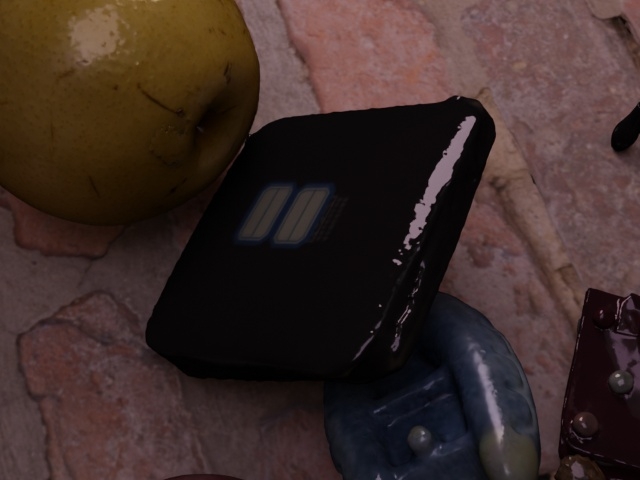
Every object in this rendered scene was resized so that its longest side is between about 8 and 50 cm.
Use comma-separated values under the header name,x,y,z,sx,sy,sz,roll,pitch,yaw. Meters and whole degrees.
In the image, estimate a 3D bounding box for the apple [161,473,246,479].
name,x,y,z,sx,sy,sz,roll,pitch,yaw
apple,-0.098,0.367,1.235,0.306,0.235,0.305,-1,76,5

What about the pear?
name,x,y,z,sx,sy,sz,roll,pitch,yaw
pear,-0.241,-0.181,1.467,0.349,0.348,0.348,-2,64,4

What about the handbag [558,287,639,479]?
name,x,y,z,sx,sy,sz,roll,pitch,yaw
handbag,0.370,0.162,1.394,0.203,0.074,0.216,13,65,10

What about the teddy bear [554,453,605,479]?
name,x,y,z,sx,sy,sz,roll,pitch,yaw
teddy bear,0.186,0.304,1.256,0.296,0.222,0.246,40,75,21

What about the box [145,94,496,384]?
name,x,y,z,sx,sy,sz,roll,pitch,yaw
box,0.000,0.000,1.400,0.350,0.091,0.359,-1,54,43

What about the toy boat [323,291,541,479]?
name,x,y,z,sx,sy,sz,roll,pitch,yaw
toy boat,0.096,0.155,1.314,0.215,0.123,0.330,-28,32,13

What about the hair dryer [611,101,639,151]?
name,x,y,z,sx,sy,sz,roll,pitch,yaw
hair dryer,0.392,-0.145,1.551,0.083,0.079,0.031,-22,65,-30
